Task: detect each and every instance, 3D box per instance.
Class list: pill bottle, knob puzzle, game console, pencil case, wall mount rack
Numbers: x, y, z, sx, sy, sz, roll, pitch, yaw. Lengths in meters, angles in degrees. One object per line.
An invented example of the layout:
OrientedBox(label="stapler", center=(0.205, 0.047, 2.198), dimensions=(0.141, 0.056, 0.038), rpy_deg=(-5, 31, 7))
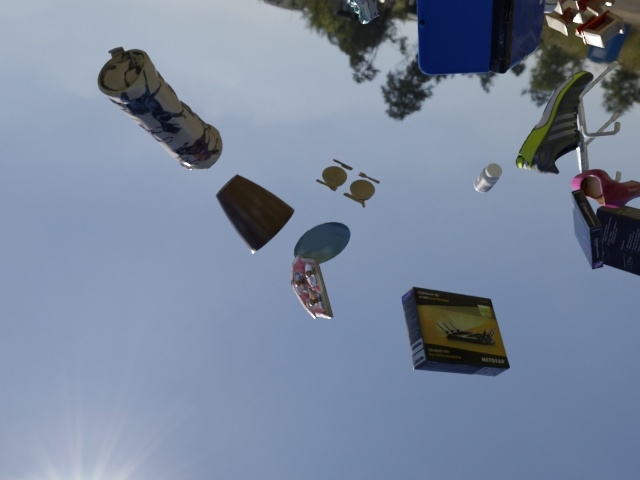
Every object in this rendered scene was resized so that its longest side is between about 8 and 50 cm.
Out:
OrientedBox(label="pill bottle", center=(0.704, -0.263, 2.448), dimensions=(0.078, 0.137, 0.078), rpy_deg=(3, -112, -7))
OrientedBox(label="knob puzzle", center=(-0.044, 0.134, 1.665), dimensions=(0.030, 0.213, 0.213), rpy_deg=(-20, -142, -28))
OrientedBox(label="game console", center=(0.345, -0.518, 1.232), dimensions=(0.173, 0.293, 0.250), rpy_deg=(26, -131, 36))
OrientedBox(label="pencil case", center=(-0.457, -0.375, 1.702), dimensions=(0.410, 0.160, 0.184), rpy_deg=(47, -169, -52))
OrientedBox(label="wall mount rack", center=(0.825, -0.341, 1.728), dimensions=(0.130, 0.350, 0.304), rpy_deg=(-4, -129, 25))

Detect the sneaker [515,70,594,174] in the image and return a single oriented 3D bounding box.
OrientedBox(label="sneaker", center=(0.647, -0.304, 1.551), dimensions=(0.121, 0.300, 0.111), rpy_deg=(32, -171, 22))

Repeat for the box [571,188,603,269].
OrientedBox(label="box", center=(0.609, -0.025, 1.333), dimensions=(0.029, 0.162, 0.116), rpy_deg=(-17, -133, 12))

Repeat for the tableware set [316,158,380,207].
OrientedBox(label="tableware set", center=(0.093, -0.188, 1.982), dimensions=(0.194, 0.039, 0.128), rpy_deg=(28, -124, 14))

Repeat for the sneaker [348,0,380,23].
OrientedBox(label="sneaker", center=(0.110, -0.582, 1.417), dimensions=(0.069, 0.098, 0.038), rpy_deg=(-31, -172, -15))

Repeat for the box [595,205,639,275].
OrientedBox(label="box", center=(0.837, -0.007, 1.603), dimensions=(0.158, 0.156, 0.093), rpy_deg=(23, -146, 39))

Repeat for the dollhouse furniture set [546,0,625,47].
OrientedBox(label="dollhouse furniture set", center=(0.779, -0.696, 1.685), dimensions=(0.259, 0.262, 0.135), rpy_deg=(49, -174, -41))

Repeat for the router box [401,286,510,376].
OrientedBox(label="router box", center=(0.415, 0.284, 1.805), dimensions=(0.308, 0.081, 0.243), rpy_deg=(10, -126, -23))

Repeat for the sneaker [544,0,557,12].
OrientedBox(label="sneaker", center=(0.514, -0.680, 1.509), dimensions=(0.258, 0.091, 0.094), rpy_deg=(23, -131, -9))

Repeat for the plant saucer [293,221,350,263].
OrientedBox(label="plant saucer", center=(0.000, 0.000, 1.845), dimensions=(0.194, 0.195, 0.037), rpy_deg=(-1, -134, -33))

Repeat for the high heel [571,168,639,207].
OrientedBox(label="high heel", center=(0.704, -0.128, 1.510), dimensions=(0.117, 0.082, 0.244), rpy_deg=(-15, -160, -13))

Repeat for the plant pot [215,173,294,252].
OrientedBox(label="plant pot", center=(-0.246, -0.113, 2.031), dimensions=(0.230, 0.215, 0.215), rpy_deg=(45, -161, -13))
